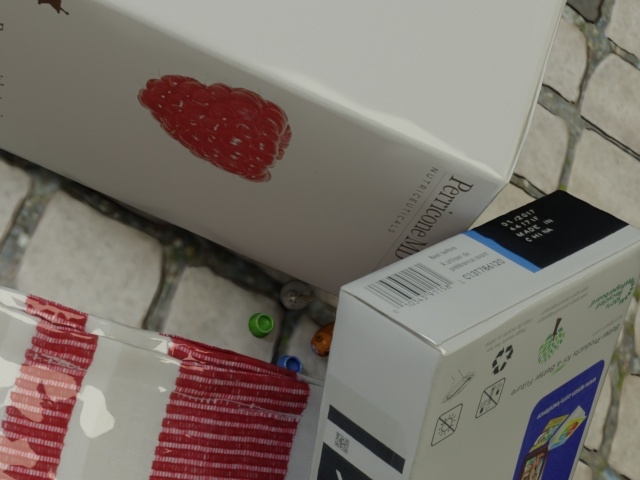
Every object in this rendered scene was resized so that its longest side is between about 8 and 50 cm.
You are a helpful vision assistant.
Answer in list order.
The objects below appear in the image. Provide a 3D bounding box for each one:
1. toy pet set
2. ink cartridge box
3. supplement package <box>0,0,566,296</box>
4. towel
[{"bbox_3d":[0.000,0.000,0.699,0.114,0.065,0.122,-35,93,-34],"label":"toy pet set"},{"bbox_3d":[0.061,0.147,0.593,0.065,0.332,0.165,30,36,34],"label":"ink cartridge box"},{"bbox_3d":[-0.043,-0.116,0.604,0.293,0.177,0.175,24,61,-4],"label":"supplement package"},{"bbox_3d":[-0.138,0.147,0.585,0.329,0.037,0.237,20,65,-24],"label":"towel"}]
